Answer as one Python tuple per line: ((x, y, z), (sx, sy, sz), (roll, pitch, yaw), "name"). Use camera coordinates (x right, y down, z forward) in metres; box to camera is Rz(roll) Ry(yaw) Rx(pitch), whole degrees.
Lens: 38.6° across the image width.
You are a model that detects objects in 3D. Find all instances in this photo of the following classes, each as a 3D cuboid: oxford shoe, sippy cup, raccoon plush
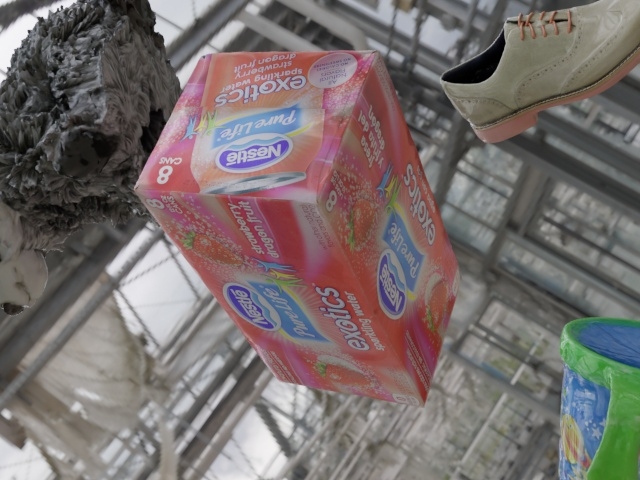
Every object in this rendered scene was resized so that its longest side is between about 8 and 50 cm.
((0.358, -0.292, 1.393), (0.397, 0.146, 0.140), (-33, 29, 35), "oxford shoe")
((0.408, 0.240, 1.175), (0.306, 0.240, 0.224), (1, -76, -28), "sippy cup")
((-0.303, -0.144, 0.976), (0.216, 0.299, 0.446), (52, -151, -56), "raccoon plush")

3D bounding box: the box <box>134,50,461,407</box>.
((0.000, 0.000, 0.745), (0.142, 0.154, 0.300), (-69, -30, -29), "box")
